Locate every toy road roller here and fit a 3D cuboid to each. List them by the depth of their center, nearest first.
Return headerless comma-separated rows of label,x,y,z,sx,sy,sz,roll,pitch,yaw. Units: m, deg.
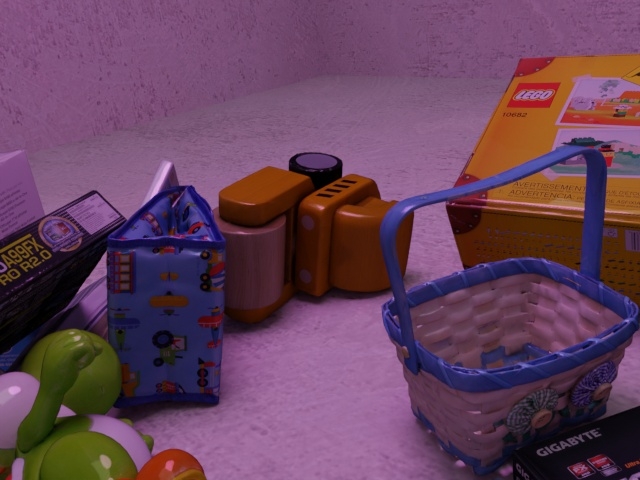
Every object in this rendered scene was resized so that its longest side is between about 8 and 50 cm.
toy road roller,0.000,0.000,0.992,0.241,0.202,0.329,19,31,28

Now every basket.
basket,0.192,0.066,0.637,0.255,0.289,0.201,-19,20,-18

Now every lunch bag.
lunch bag,-0.210,0.056,0.870,0.138,0.221,0.293,1,19,-12

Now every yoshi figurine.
yoshi figurine,-0.223,0.183,0.615,0.362,0.203,0.203,18,2,36

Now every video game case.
video game case,-0.258,0.007,0.975,0.023,0.183,0.201,13,60,5

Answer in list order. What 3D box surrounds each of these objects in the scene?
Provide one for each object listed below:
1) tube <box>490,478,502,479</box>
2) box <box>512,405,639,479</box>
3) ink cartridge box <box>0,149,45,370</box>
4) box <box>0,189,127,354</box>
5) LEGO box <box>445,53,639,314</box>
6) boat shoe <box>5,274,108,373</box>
tube,0.066,0.258,0.543,0.207,0.052,0.080,-13,18,0
box,0.310,0.221,0.539,0.220,0.051,0.175,-13,24,-14
ink cartridge box,-0.524,0.034,0.926,0.223,0.307,0.129,-3,23,10
box,-0.371,0.072,0.727,0.216,0.060,0.270,-44,3,35
LEGO box,0.486,-0.090,0.887,0.500,0.193,0.372,9,51,34
boat shoe,-0.341,0.141,0.896,0.109,0.094,0.302,-29,18,19
